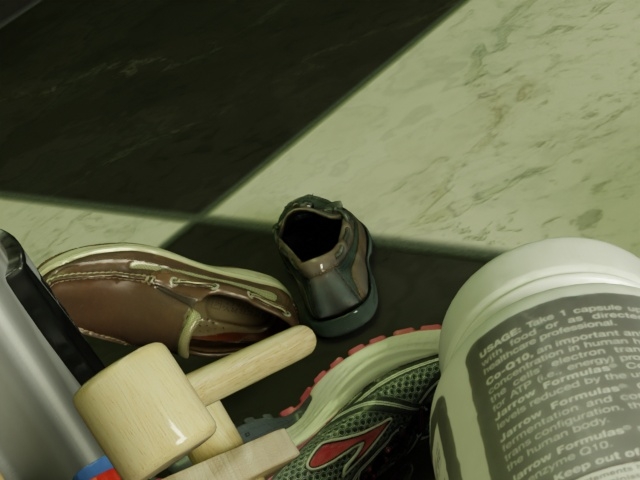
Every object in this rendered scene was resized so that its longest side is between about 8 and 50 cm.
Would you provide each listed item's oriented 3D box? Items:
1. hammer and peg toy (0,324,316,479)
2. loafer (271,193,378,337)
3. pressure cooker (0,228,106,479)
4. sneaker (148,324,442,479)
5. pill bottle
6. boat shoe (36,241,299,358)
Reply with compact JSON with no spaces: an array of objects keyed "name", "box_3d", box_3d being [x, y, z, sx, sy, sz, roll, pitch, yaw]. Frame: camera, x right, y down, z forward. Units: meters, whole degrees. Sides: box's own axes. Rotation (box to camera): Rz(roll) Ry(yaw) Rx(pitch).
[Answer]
[{"name":"hammer and peg toy","box_3d":[-0.129,0.189,0.909,0.361,0.127,0.266,-41,-16,35]},{"name":"loafer","box_3d":[0.000,0.000,1.467,0.096,0.084,0.267,-25,25,2]},{"name":"pressure cooker","box_3d":[-0.382,0.138,1.170,0.370,0.420,0.375,-21,25,13]},{"name":"sneaker","box_3d":[0.019,0.173,1.114,0.299,0.121,0.112,-31,55,-12]},{"name":"pill bottle","box_3d":[0.173,0.151,0.877,0.204,0.204,0.361,-22,26,9]},{"name":"boat shoe","box_3d":[-0.136,0.062,1.348,0.257,0.095,0.095,3,24,-22]}]
